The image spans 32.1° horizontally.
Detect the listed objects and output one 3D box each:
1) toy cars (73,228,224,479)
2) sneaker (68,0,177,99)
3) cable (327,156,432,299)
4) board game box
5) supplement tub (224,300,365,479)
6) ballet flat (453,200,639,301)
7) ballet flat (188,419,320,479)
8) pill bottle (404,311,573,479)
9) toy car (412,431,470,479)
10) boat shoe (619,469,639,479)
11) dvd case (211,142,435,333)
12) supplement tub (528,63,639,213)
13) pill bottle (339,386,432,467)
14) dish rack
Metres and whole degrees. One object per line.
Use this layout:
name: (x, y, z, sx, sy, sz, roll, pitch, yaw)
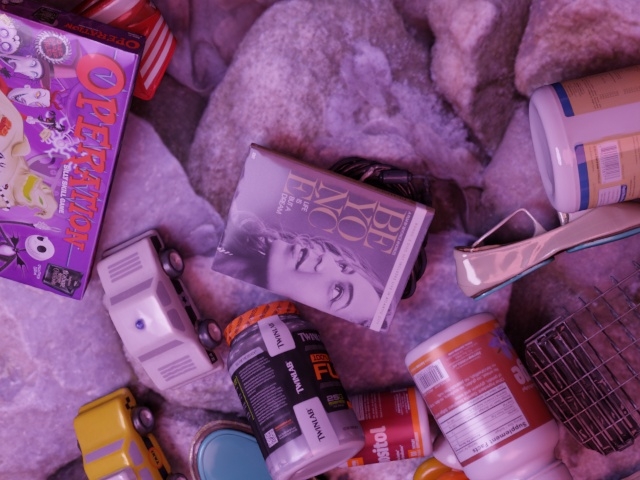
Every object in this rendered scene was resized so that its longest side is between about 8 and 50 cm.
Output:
toy cars: (-0.217, 0.186, 1.316, 0.176, 0.087, 0.393, 17, 108, 15)
sneaker: (-0.255, -0.183, 1.218, 0.221, 0.087, 0.128, -25, 121, 24)
cable: (0.051, -0.002, 1.297, 0.151, 0.047, 0.184, 6, 109, -2)
board game box: (-0.325, -0.098, 1.207, 0.208, 0.056, 0.346, 14, 127, -9)
supplement tub: (-0.035, 0.173, 1.282, 0.117, 0.117, 0.190, -28, 70, 9)
ballet flat: (0.267, -0.010, 1.283, 0.248, 0.086, 0.086, -23, 107, 8)
ballet flat: (-0.031, 0.335, 1.373, 0.348, 0.123, 0.123, 40, 104, -16)
pill bottle: (0.198, 0.201, 1.283, 0.121, 0.121, 0.216, -31, 77, 10)
toy car: (0.205, 0.322, 1.358, 0.182, 0.136, 0.159, 7, 108, -2)
boat shoe: (0.435, 0.319, 1.409, 0.206, 0.075, 0.065, -21, 150, 1)
dvd case: (0.000, 0.000, 1.276, 0.221, 0.018, 0.164, 20, 113, 1)
supplement tub: (0.338, -0.117, 1.207, 0.200, 0.144, 0.144, -12, 108, 4)
pill bottle: (0.056, 0.230, 1.354, 0.152, 0.086, 0.086, -9, 108, 3)
dish rack: (0.382, 0.120, 1.317, 0.271, 0.074, 0.208, -36, 104, 7)
